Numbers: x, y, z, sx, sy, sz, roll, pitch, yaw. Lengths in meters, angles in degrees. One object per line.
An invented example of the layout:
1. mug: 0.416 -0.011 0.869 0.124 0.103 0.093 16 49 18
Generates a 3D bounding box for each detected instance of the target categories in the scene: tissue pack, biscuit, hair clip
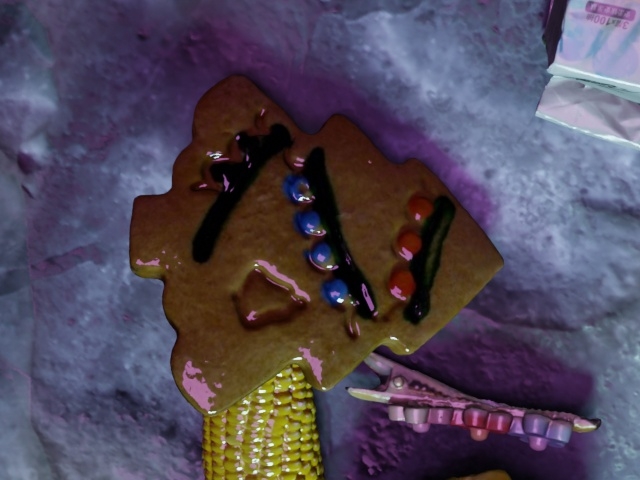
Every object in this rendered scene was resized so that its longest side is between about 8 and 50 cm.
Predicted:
1. tissue pack: 0.280 -0.130 0.830 0.229 0.159 0.145 14 110 4
2. biscuit: 0.000 0.000 0.900 0.302 0.043 0.278 1 74 -8
3. hair clip: 0.125 0.146 0.951 0.214 0.062 0.056 16 79 8

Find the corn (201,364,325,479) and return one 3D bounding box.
1. corn: -0.050 0.171 0.959 0.106 0.106 0.305 -2 96 7

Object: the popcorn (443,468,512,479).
1. popcorn: 0.107 0.323 0.937 0.225 0.174 0.286 28 113 16
